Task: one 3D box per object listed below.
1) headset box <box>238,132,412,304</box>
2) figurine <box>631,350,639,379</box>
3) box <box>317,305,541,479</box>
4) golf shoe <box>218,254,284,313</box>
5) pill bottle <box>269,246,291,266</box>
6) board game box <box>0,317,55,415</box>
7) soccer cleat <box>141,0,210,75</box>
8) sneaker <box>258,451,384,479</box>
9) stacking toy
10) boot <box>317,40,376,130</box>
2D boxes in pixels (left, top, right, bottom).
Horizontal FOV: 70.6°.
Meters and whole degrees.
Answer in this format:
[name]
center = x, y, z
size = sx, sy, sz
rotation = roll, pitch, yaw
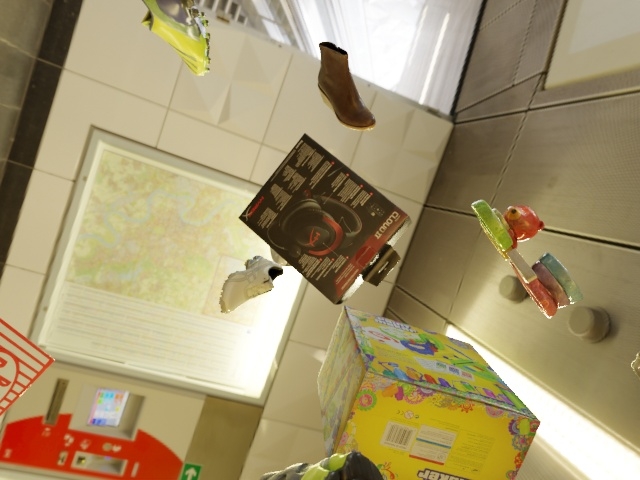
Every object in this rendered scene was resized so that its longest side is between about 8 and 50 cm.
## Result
[headset box]
center = 0.022, -0.031, 0.894
size = 0.218, 0.293, 0.110
rotation = -51, 166, 6
[figurine]
center = 0.528, 0.118, 0.555
size = 0.215, 0.209, 0.092
rotation = 75, -6, -46
[box]
center = 0.164, 0.278, 0.809
size = 0.279, 0.289, 0.177
rotation = -104, -148, -77
[golf shoe]
center = -0.143, 0.093, 0.958
size = 0.176, 0.086, 0.069
rotation = -52, 144, -46
[pill bottle]
center = 0.000, 0.000, 1.607
size = 0.188, 0.333, 0.188
rotation = -179, -90, -70
[board game box]
center = -0.421, 0.146, 0.511
size = 0.147, 0.045, 0.193
rotation = -54, 156, -29
[soccer cleat]
center = -0.294, -0.435, 0.925
size = 0.289, 0.121, 0.093
rotation = 111, -27, -80
[sneaker]
center = -0.040, 0.300, 0.306
size = 0.121, 0.111, 0.300
rotation = -25, -152, 43
[stacking toy]
center = 0.496, 0.009, 1.066
size = 0.130, 0.279, 0.309
rotation = -34, -126, 14
[boot]
center = 0.075, -0.465, 1.375
size = 0.090, 0.248, 0.207
rotation = -35, 149, -20
